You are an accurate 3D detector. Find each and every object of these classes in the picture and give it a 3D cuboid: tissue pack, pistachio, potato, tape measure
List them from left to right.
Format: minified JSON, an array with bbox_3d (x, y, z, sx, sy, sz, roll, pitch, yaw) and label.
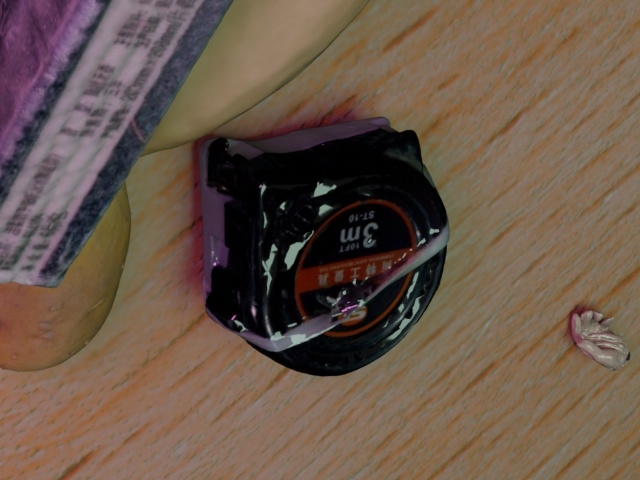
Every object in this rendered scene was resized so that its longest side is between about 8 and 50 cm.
[{"bbox_3d":[-0.180,0.010,1.266,0.109,0.118,0.178,13,130,-2],"label":"potato"},{"bbox_3d":[-0.143,-0.160,1.039,0.103,0.228,0.316,1,136,-39],"label":"tissue pack"},{"bbox_3d":[-0.056,-0.189,1.184,0.318,0.193,0.214,-52,132,3],"label":"pistachio"},{"bbox_3d":[0.000,0.004,1.414,0.182,0.107,0.181,-10,119,-35],"label":"tape measure"}]

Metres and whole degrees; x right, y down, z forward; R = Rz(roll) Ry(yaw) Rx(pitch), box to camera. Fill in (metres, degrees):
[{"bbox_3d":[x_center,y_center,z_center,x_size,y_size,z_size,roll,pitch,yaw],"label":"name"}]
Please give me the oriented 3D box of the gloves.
[{"bbox_3d":[0.245,0.091,1.718,0.081,0.037,0.044,59,37,-28],"label":"gloves"}]
